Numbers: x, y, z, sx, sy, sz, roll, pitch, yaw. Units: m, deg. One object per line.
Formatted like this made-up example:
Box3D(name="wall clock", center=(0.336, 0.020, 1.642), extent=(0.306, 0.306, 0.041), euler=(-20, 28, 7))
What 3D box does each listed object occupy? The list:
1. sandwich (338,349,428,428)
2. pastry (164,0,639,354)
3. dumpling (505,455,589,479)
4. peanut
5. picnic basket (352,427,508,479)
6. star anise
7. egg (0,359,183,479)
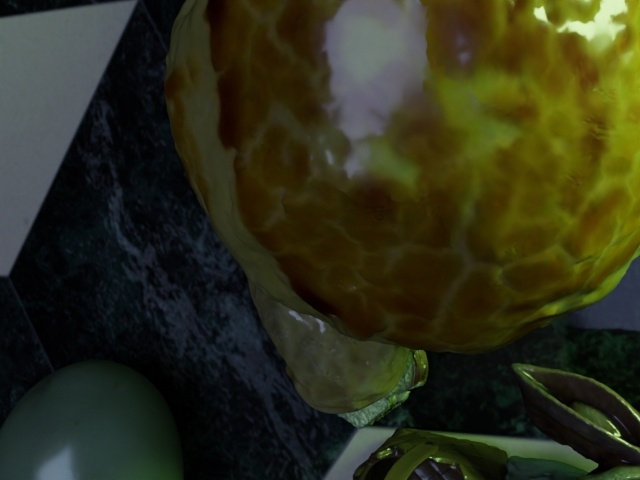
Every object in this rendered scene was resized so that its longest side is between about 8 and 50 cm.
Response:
Box3D(name="sandwich", center=(0.055, 0.134, 1.043), extent=(0.104, 0.035, 0.093), euler=(-4, 95, 27))
Box3D(name="pastry", center=(0.082, -0.104, 0.754), extent=(0.388, 0.312, 0.389), euler=(1, 96, 10))
Box3D(name="dumpling", center=(0.236, 0.256, 0.911), extent=(0.216, 0.149, 0.105), euler=(36, 81, 25))
Box3D(name="peanut", center=(0.000, 0.000, 0.980), extent=(0.152, 0.152, 0.313), euler=(-18, 77, 28))
Box3D(name="picnic basket", center=(0.089, 0.244, 0.960), extent=(0.137, 0.178, 0.128), euler=(7, 98, 27))
Box3D(name="star anise", center=(0.300, 0.172, 0.866), extent=(0.257, 0.111, 0.199), euler=(-11, 71, 5))
Box3D(name="egg", center=(-0.246, 0.260, 1.123), extent=(0.202, 0.203, 0.283), euler=(24, 110, 22))
